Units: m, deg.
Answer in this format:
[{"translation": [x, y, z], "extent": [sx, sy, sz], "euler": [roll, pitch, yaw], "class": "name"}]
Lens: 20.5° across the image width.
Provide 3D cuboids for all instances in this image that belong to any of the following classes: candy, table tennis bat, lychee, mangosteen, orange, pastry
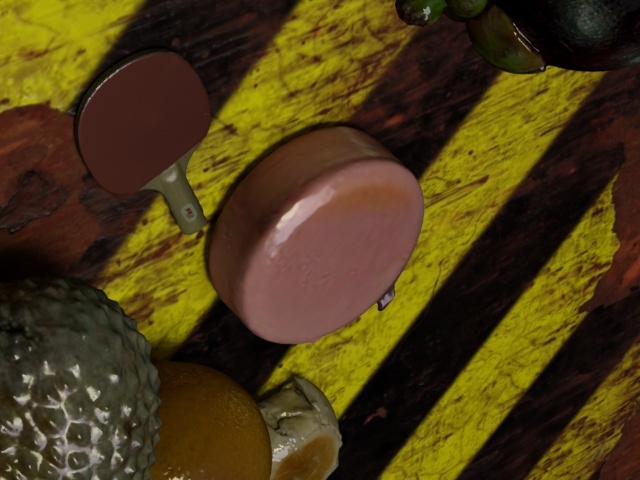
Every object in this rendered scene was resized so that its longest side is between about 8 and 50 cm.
[{"translation": [0.000, 0.000, 1.897], "extent": [0.255, 0.094, 0.255], "euler": [-27, 141, -25], "class": "candy"}, {"translation": [-0.159, -0.087, 1.716], "extent": [0.138, 0.022, 0.246], "euler": [-36, 142, -12], "class": "table tennis bat"}, {"translation": [-0.270, 0.159, 1.650], "extent": [0.255, 0.274, 0.255], "euler": [-23, 167, -5], "class": "lychee"}, {"translation": [0.234, -0.294, 1.700], "extent": [0.300, 0.300, 0.300], "euler": [-27, 141, -25], "class": "mangosteen"}, {"translation": [-0.159, 0.234, 1.857], "extent": [0.236, 0.236, 0.236], "euler": [-27, 141, -25], "class": "orange"}, {"translation": [-0.043, 0.246, 2.107], "extent": [0.166, 0.088, 0.166], "euler": [-30, 145, -24], "class": "pastry"}]
